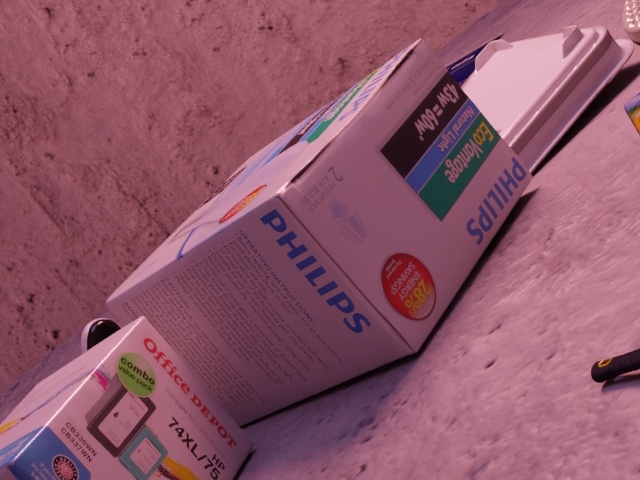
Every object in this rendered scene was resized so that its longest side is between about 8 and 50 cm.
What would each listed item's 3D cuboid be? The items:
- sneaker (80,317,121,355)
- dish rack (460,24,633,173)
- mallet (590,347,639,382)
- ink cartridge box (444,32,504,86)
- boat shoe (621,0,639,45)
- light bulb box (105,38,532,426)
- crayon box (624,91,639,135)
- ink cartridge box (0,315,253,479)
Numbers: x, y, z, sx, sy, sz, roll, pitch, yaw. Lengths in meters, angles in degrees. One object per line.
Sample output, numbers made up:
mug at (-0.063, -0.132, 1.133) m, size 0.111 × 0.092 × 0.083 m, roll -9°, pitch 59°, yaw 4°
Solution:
sneaker at (-0.207, 0.185, 1.438) m, size 0.079 × 0.217 × 0.121 m, roll -16°, pitch -5°, yaw -45°
dish rack at (0.240, -0.178, 1.637) m, size 0.333 × 0.072 × 0.285 m, roll -49°, pitch 23°, yaw -18°
mallet at (0.255, 0.062, 0.805) m, size 0.062 × 0.039 × 0.189 m, roll -45°, pitch 8°, yaw -27°
ink cartridge box at (0.171, -0.188, 1.884) m, size 0.165 × 0.065 × 0.333 m, roll -32°, pitch -8°, yaw -33°
boat shoe at (0.546, -0.373, 1.354) m, size 0.500 × 0.156 × 0.187 m, roll -43°, pitch 16°, yaw -11°
light bulb box at (0.000, 0.000, 1.426) m, size 0.361 × 0.225 × 0.358 m, roll -30°, pitch 14°, yaw 45°
crayon box at (0.429, -0.162, 1.034) m, size 0.323 × 0.083 × 0.203 m, roll -35°, pitch 11°, yaw 16°
ink cartridge box at (-0.240, 0.254, 1.237) m, size 0.197 × 0.198 × 0.270 m, roll -33°, pitch 12°, yaw 31°
